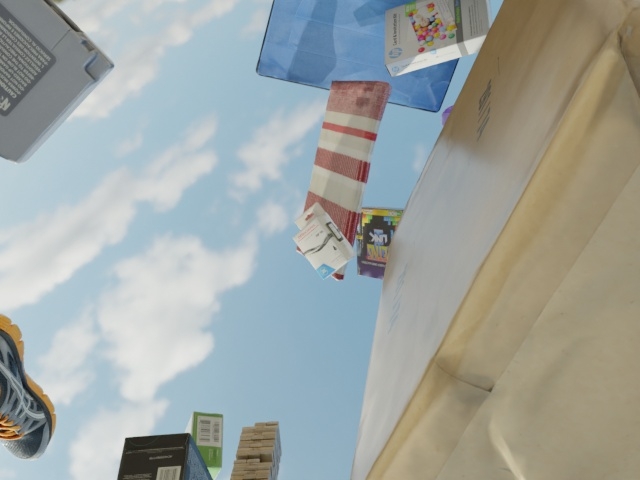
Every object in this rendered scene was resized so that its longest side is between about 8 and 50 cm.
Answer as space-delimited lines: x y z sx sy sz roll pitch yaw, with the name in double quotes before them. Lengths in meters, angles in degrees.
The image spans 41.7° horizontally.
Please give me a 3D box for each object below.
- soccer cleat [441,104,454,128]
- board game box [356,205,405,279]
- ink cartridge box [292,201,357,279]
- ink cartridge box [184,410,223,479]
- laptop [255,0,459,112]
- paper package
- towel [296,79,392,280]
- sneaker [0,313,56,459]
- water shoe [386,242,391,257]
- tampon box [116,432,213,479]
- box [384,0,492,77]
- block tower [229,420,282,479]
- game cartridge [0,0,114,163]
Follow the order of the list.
"soccer cleat" 0.323 -0.158 1.489 0.083 0.248 0.095 -52 -171 9
"board game box" 0.130 0.006 1.638 0.048 0.141 0.170 -4 -175 -28
"ink cartridge box" 0.000 0.000 1.043 0.048 0.083 0.028 -40 174 32
"ink cartridge box" -0.240 0.427 1.636 0.209 0.062 0.109 117 -23 -49
"laptop" 0.129 -0.404 1.441 0.408 0.382 0.236 173 -75 -73
"paper package" 0.155 -0.006 0.502 0.325 0.168 0.309 -74 -174 -61
"towel" 0.037 -0.114 1.457 0.237 0.037 0.329 -146 -112 -69
"sneaker" -0.375 0.185 0.975 0.084 0.215 0.083 -4 -146 10
"water shoe" 0.125 0.061 0.964 0.080 0.203 0.073 -23 -124 -11
"tampon box" -0.263 0.419 1.436 0.120 0.161 0.101 -7 -137 7
"box" 0.205 -0.370 1.465 0.186 0.038 0.145 -13 -128 22
"block tower" -0.146 0.531 1.895 0.091 0.097 0.335 -5 -166 4
"game cartridge" -0.419 -0.244 0.999 0.198 0.297 0.062 -43 -172 13
